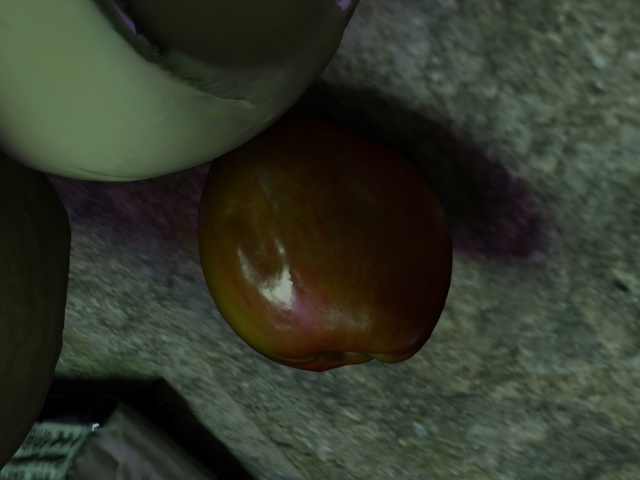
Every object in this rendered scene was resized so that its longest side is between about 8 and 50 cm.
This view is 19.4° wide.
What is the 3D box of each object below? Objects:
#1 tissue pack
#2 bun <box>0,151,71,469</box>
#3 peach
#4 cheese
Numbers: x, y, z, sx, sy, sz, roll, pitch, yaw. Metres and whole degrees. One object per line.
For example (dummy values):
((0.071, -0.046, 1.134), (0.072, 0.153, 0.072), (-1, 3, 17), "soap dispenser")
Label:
((-0.162, 0.199, 1.183), (0.361, 0.122, 0.259), (-5, 137, 48), "tissue pack")
((-0.248, -0.046, 0.721), (0.364, 0.202, 0.364), (25, 158, 11), "bun")
((0.001, -0.001, 0.705), (0.101, 0.100, 0.100), (26, 152, 15), "peach")
((-0.104, -0.134, 0.567), (0.233, 0.127, 0.266), (0, 135, 52), "cheese")
